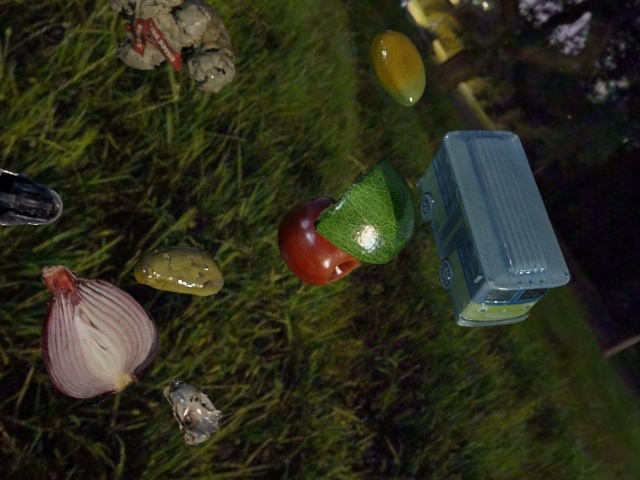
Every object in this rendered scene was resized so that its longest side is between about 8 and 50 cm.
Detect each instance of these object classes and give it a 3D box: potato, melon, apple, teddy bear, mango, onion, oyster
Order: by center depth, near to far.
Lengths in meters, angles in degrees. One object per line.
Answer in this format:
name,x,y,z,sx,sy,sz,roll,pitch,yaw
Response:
melon,0.130,-0.061,1.331,0.169,0.129,0.265,47,40,-1
potato,-0.291,0.062,1.368,0.188,0.085,0.105,5,60,-30
teddy bear,-0.385,-0.533,1.523,0.358,0.224,0.367,25,-6,29
oyster,-0.305,0.400,1.590,0.165,0.108,0.053,63,-18,1
onion,-0.561,0.201,1.604,0.267,0.159,0.348,-29,102,-27
mango,0.196,-0.429,1.656,0.130,0.092,0.194,-17,88,-23
apple,0.000,0.000,1.708,0.201,0.218,0.218,56,20,21

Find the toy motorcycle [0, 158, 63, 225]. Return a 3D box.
toy motorcycle,-0.560,-0.091,0.950,0.359,0.125,0.213,15,0,-31

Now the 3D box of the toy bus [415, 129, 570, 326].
toy bus,0.291,-0.023,1.173,0.152,0.190,0.312,-2,61,-14
